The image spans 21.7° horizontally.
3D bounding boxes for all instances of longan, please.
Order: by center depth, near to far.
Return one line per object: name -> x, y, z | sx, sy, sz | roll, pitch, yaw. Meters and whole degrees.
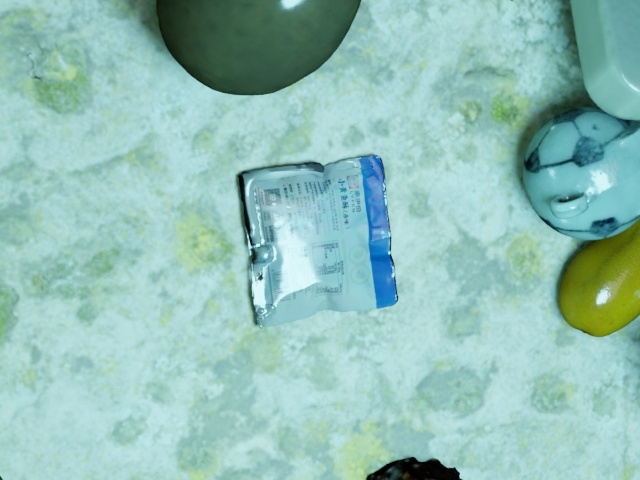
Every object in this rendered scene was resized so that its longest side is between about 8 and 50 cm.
longan -> -0.066, -0.267, 1.673 | 0.215, 0.246, 0.246 | 29, 80, -37

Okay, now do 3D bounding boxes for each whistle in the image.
whistle -> 0.318, -0.090, 1.907 | 0.163, 0.163, 0.290 | 64, 32, -14

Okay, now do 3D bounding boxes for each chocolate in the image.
chocolate -> 0.122, 0.315, 1.828 | 0.156, 0.133, 0.156 | -1, 92, -22

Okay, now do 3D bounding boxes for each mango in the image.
mango -> 0.351, 0.032, 1.939 | 0.102, 0.085, 0.184 | 44, 80, -17

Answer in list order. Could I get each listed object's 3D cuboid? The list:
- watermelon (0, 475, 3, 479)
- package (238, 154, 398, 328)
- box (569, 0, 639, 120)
watermelon -> -0.380, 0.265, 1.566 | 0.188, 0.188, 0.215 | -16, 105, -23
package -> 0.000, 0.000, 1.815 | 0.173, 0.027, 0.171 | -8, 92, -25
box -> 0.449, -0.312, 1.913 | 0.367, 0.090, 0.373 | 2, 70, -22
